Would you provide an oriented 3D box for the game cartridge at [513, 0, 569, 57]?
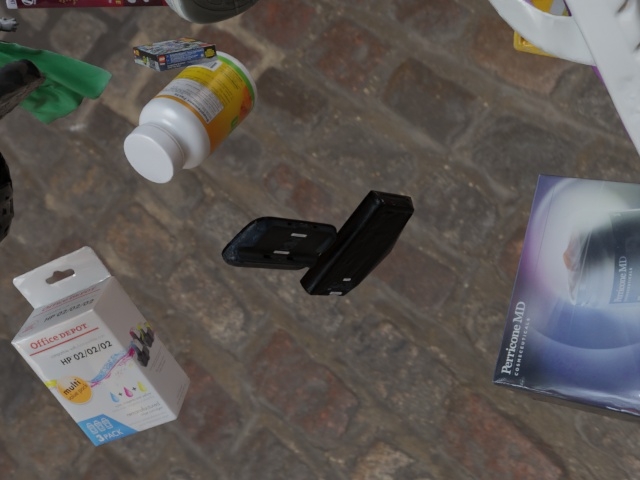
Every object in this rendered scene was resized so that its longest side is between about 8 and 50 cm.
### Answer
[{"bbox_3d":[0.466,-0.369,1.393,0.285,0.053,0.324,15,53,18],"label":"game cartridge"}]

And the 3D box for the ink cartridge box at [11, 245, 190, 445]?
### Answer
[{"bbox_3d":[-0.222,0.106,0.920,0.104,0.181,0.062,-22,25,21],"label":"ink cartridge box"}]

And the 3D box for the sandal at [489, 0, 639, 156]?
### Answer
[{"bbox_3d":[0.152,-0.190,0.642,0.102,0.169,0.416,-24,105,32],"label":"sandal"}]

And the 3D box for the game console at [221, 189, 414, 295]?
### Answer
[{"bbox_3d":[0.000,0.000,1.513,0.213,0.361,0.044,-52,58,24],"label":"game console"}]

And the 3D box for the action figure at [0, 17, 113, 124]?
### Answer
[{"bbox_3d":[-0.367,-0.203,1.044,0.137,0.232,0.064,-29,59,34],"label":"action figure"}]

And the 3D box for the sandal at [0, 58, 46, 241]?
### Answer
[{"bbox_3d":[-0.327,0.024,0.683,0.167,0.107,0.446,-29,23,42],"label":"sandal"}]

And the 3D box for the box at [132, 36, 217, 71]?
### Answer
[{"bbox_3d":[-0.227,-0.290,1.462,0.137,0.093,0.027,30,131,59],"label":"box"}]

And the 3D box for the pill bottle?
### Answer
[{"bbox_3d":[-0.227,-0.211,1.636,0.136,0.136,0.246,9,44,32],"label":"pill bottle"}]

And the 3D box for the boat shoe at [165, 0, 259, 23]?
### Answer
[{"bbox_3d":[-0.101,-0.359,1.079,0.103,0.118,0.320,11,52,24],"label":"boat shoe"}]

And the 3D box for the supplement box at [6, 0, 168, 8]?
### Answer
[{"bbox_3d":[-0.267,-0.356,1.145,0.239,0.130,0.073,-3,45,-4],"label":"supplement box"}]

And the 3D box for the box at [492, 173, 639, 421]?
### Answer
[{"bbox_3d":[0.414,0.088,1.229,0.294,0.182,0.296,8,79,35],"label":"box"}]
